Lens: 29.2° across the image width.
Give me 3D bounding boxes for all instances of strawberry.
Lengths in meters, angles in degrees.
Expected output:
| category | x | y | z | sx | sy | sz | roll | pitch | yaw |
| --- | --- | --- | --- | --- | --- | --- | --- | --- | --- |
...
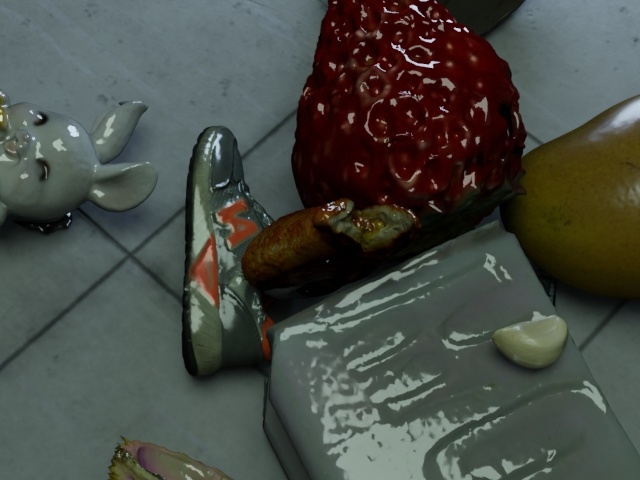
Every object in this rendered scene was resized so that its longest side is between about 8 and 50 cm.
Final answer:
| category | x | y | z | sx | sy | sz | roll | pitch | yaw |
| --- | --- | --- | --- | --- | --- | --- | --- | --- | --- |
| strawberry | 0.083 | -0.161 | 1.467 | 0.295 | 0.317 | 0.345 | -24 | 77 | 12 |

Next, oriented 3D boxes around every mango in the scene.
| category | x | y | z | sx | sy | sz | roll | pitch | yaw |
| --- | --- | --- | --- | --- | --- | --- | --- | --- | --- |
| mango | 0.411 | -0.056 | 1.509 | 0.378 | 0.221 | 0.264 | -10 | 66 | 4 |

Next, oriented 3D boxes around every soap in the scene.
| category | x | y | z | sx | sy | sz | roll | pitch | yaw |
| --- | --- | --- | --- | --- | --- | --- | --- | --- | --- |
| soap | 0.155 | 0.243 | 1.333 | 0.350 | 0.213 | 0.435 | -20 | 64 | -14 |

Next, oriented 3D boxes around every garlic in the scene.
| category | x | y | z | sx | sy | sz | roll | pitch | yaw |
| --- | --- | --- | --- | --- | --- | --- | --- | --- | --- |
| garlic | 0.224 | 0.106 | 1.271 | 0.083 | 0.041 | 0.053 | -16 | 50 | -25 |

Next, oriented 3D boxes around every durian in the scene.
| category | x | y | z | sx | sy | sz | roll | pitch | yaw |
| --- | --- | --- | --- | --- | --- | --- | --- | --- | --- |
| durian | -0.144 | 0.300 | 1.337 | 0.182 | 0.132 | 0.165 | 6 | 53 | 6 |

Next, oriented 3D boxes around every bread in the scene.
| category | x | y | z | sx | sy | sz | roll | pitch | yaw |
| --- | --- | --- | --- | --- | --- | --- | --- | --- | --- |
| bread | 0.006 | 0.001 | 1.332 | 0.139 | 0.269 | 0.095 | 0 | 70 | -26 |

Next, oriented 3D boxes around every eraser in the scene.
| category | x | y | z | sx | sy | sz | roll | pitch | yaw |
| --- | --- | --- | --- | --- | --- | --- | --- | --- | --- |
| eraser | 0.281 | 0.077 | 1.537 | 0.027 | 0.019 | 0.099 | 9 | 62 | 4 |

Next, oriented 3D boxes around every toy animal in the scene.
| category | x | y | z | sx | sy | sz | roll | pitch | yaw |
| --- | --- | --- | --- | --- | --- | --- | --- | --- | --- |
| toy animal | -0.376 | -0.108 | 1.550 | 0.325 | 0.154 | 0.208 | -4 | 53 | -14 |

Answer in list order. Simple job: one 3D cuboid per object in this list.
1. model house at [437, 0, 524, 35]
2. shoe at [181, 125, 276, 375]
| category | x | y | z | sx | sy | sz | roll | pitch | yaw |
| --- | --- | --- | --- | --- | --- | --- | --- | --- | --- |
| model house | 0.139 | -0.420 | 1.733 | 0.282 | 0.297 | 0.317 | 36 | 103 | 27 |
| shoe | -0.083 | 0.006 | 1.512 | 0.171 | 0.132 | 0.336 | 2 | 62 | -6 |
